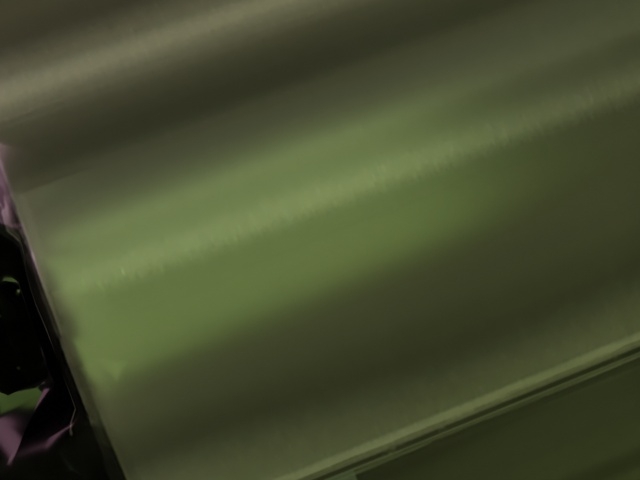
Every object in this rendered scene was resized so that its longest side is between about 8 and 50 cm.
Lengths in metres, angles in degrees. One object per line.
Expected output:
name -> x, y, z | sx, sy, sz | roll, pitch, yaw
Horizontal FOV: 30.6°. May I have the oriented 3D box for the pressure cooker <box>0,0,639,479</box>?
pressure cooker -> 0.055, -0.022, 0.539 | 0.420, 0.370, 0.375 | -21, 79, -6
